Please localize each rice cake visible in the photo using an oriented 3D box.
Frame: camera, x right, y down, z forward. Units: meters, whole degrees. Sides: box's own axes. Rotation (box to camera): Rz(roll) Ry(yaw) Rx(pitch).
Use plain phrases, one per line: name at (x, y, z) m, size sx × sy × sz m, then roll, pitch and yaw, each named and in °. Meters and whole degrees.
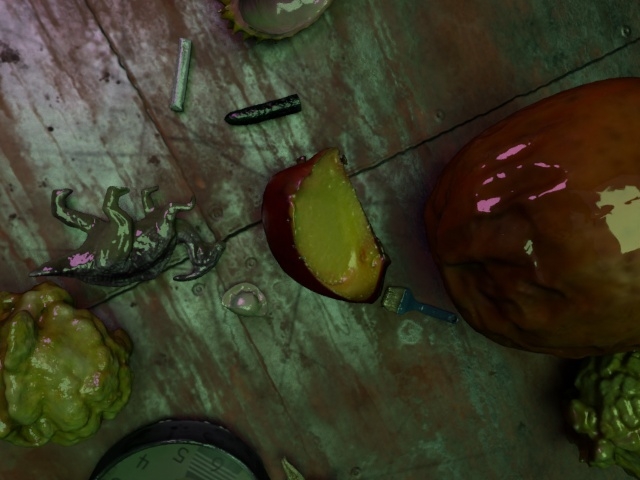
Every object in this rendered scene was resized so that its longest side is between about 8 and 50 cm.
rice cake at (-0.229, -0.272, 0.862) m, size 0.022 × 0.021 × 0.121 m, roll 7°, pitch 91°, yaw -10°

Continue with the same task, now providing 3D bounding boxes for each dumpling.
dumpling at (-0.128, 0.102, 0.907) m, size 0.077 × 0.043 × 0.059 m, roll 10°, pitch 75°, yaw 1°

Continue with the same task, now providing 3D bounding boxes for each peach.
peach at (-0.004, -0.003, 0.872) m, size 0.159 × 0.154 × 0.267 m, roll -36°, pitch 111°, yaw -18°

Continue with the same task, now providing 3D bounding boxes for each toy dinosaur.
toy dinosaur at (-0.298, -0.006, 0.836) m, size 0.295 × 0.077 × 0.161 m, roll -3°, pitch 95°, yaw -14°

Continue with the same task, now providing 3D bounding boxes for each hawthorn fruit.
hawthorn fruit at (0.394, -0.016, 0.825) m, size 0.473 × 0.472 × 0.470 m, roll -1°, pitch 95°, yaw -14°

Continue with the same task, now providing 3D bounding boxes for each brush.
brush at (0.194, 0.129, 1.003) m, size 0.164 × 0.014 × 0.051 m, roll 20°, pitch 91°, yaw -15°

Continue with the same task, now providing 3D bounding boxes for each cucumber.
cucumber at (-0.099, -0.219, 0.893) m, size 0.133 × 0.032 × 0.032 m, roll -18°, pitch 98°, yaw -13°

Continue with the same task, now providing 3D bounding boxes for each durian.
durian at (-0.058, -0.421, 0.842) m, size 0.261 × 0.154 × 0.186 m, roll -22°, pitch 122°, yaw -17°

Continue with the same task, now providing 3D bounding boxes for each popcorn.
popcorn at (-0.395, 0.174, 0.747) m, size 0.251 × 0.242 × 0.234 m, roll 4°, pitch 91°, yaw -17°
popcorn at (0.597, 0.333, 1.016) m, size 0.271 × 0.224 × 0.257 m, roll 23°, pitch 96°, yaw -21°

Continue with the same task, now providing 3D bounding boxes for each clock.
clock at (-0.238, 0.466, 0.877) m, size 0.326 × 0.067 × 0.324 m, roll -1°, pitch 95°, yaw -8°

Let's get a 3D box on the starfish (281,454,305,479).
starfish at (-0.041, 0.464, 0.946) m, size 0.208 × 0.053 × 0.175 m, roll -12°, pitch 106°, yaw -7°
